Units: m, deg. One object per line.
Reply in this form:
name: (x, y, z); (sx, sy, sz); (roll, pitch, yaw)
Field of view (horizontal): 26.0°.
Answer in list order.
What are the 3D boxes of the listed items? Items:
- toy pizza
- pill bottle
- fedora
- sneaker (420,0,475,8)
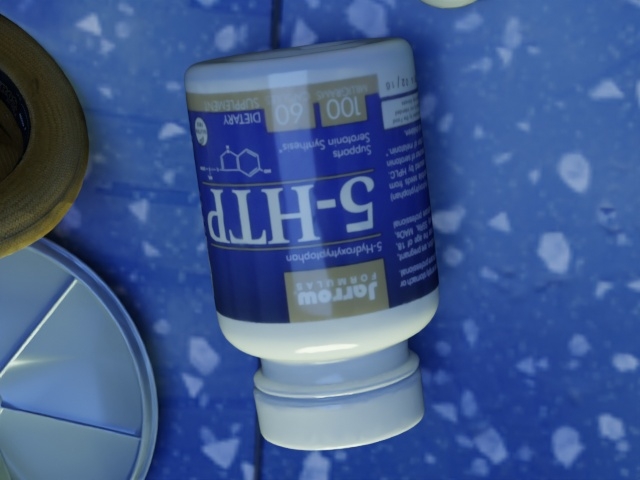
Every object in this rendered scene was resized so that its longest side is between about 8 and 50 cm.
toy pizza: (-0.185, 0.085, 0.772); (0.201, 0.032, 0.201); (2, 102, 10)
pill bottle: (0.000, 0.000, 0.676); (0.112, 0.112, 0.187); (-5, 101, 12)
fedora: (-0.218, -0.046, 0.707); (0.194, 0.194, 0.079); (32, 140, 3)
sneaker: (0.084, -0.220, 0.592); (0.094, 0.151, 0.256); (24, 106, 4)
